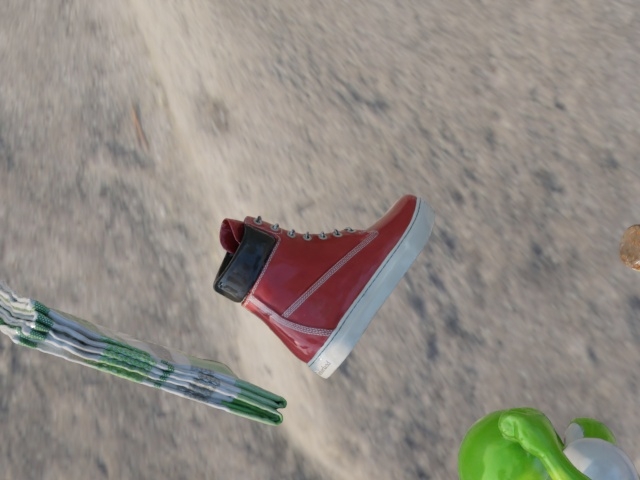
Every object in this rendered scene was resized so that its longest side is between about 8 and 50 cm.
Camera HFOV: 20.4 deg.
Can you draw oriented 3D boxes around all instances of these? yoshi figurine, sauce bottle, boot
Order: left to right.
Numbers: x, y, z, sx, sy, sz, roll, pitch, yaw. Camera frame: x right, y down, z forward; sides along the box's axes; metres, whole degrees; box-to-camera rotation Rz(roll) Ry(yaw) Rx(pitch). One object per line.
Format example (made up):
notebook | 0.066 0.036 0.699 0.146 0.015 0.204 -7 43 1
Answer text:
boot | 0.000 0.000 1.785 0.176 0.244 0.088 38 140 0
yoshi figurine | 0.202 0.265 1.662 0.203 0.362 0.203 -37 101 18
sauce bottle | 0.317 0.017 1.538 0.128 0.042 0.042 13 103 -30

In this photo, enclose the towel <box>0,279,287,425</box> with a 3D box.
towel | -0.101 0.052 0.913 0.152 0.113 0.023 21 91 -28
